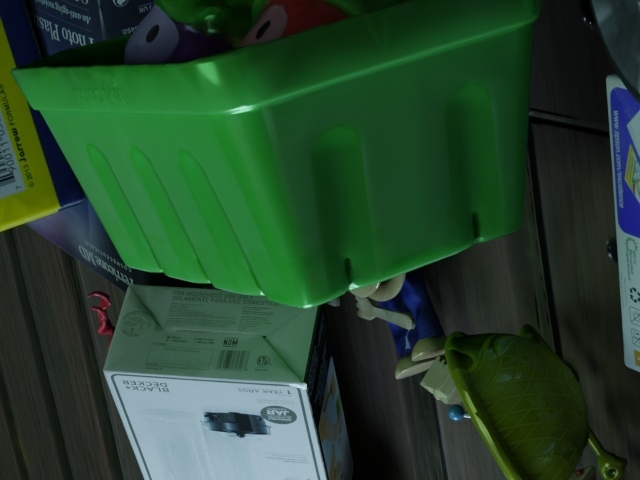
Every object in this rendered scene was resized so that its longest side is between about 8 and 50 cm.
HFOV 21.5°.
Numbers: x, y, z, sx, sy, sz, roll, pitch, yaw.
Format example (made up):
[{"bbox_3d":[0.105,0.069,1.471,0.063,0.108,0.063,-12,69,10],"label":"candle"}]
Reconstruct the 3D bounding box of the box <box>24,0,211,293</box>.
[{"bbox_3d":[-0.171,-0.139,1.468,0.296,0.183,0.294,28,133,50],"label":"box"}]

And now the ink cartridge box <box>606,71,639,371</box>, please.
[{"bbox_3d":[0.259,0.012,0.994,0.208,0.045,0.206,25,129,52],"label":"ink cartridge box"}]

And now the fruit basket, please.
[{"bbox_3d":[-0.032,-0.169,1.108,0.392,0.283,0.392,42,142,45],"label":"fruit basket"}]

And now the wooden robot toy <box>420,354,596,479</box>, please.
[{"bbox_3d":[0.158,0.123,1.239,0.173,0.076,0.079,39,104,41],"label":"wooden robot toy"}]

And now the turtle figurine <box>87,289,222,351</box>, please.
[{"bbox_3d":[-0.139,0.100,1.647,0.234,0.118,0.175,-3,106,53],"label":"turtle figurine"}]

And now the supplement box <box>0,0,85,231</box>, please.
[{"bbox_3d":[-0.407,-0.065,1.357,0.194,0.357,0.195,0,109,60],"label":"supplement box"}]

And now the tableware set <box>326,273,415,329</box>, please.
[{"bbox_3d":[0.000,0.000,1.328,0.194,0.039,0.128,14,114,57],"label":"tableware set"}]

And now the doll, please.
[{"bbox_3d":[0.050,0.009,1.335,0.189,0.046,0.129,66,152,17],"label":"doll"}]

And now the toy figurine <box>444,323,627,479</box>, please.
[{"bbox_3d":[0.260,0.172,1.058,0.217,0.191,0.362,-31,81,31],"label":"toy figurine"}]

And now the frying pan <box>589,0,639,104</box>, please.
[{"bbox_3d":[0.168,-0.175,0.927,0.326,0.053,0.197,-123,24,-47],"label":"frying pan"}]

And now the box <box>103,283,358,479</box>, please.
[{"bbox_3d":[-0.068,0.161,1.428,0.290,0.169,0.087,78,-162,-50],"label":"box"}]
